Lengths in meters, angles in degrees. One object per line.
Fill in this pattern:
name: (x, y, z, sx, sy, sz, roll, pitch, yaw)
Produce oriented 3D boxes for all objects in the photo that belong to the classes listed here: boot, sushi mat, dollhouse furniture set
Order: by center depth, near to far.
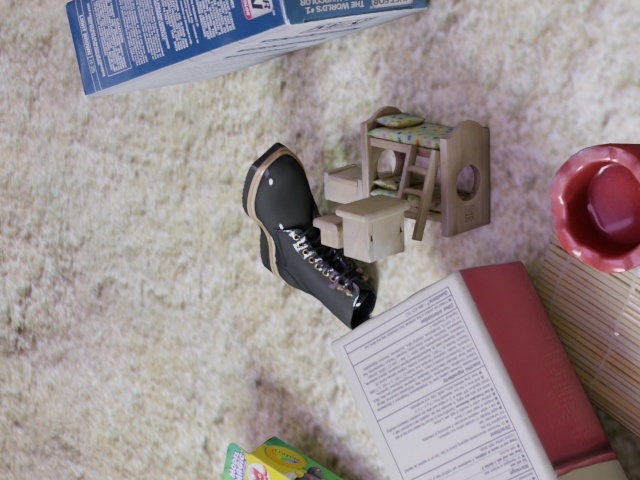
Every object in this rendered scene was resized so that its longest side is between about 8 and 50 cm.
sushi mat: (0.293, 0.114, 1.155, 0.316, 0.019, 0.151, 37, 128, 37)
dollhouse furniture set: (0.034, -0.062, 1.286, 0.182, 0.161, 0.101, 16, 115, 45)
boot: (0.000, 0.000, 1.397, 0.137, 0.077, 0.198, 39, 162, 29)

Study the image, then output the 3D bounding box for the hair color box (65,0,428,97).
hair color box: (-0.081, -0.226, 1.355, 0.347, 0.174, 0.105, -8, 95, 51)

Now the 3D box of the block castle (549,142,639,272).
block castle: (0.376, 0.015, 0.817, 0.453, 0.213, 0.303, -25, 85, 43)

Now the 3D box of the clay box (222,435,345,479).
clay box: (-0.011, 0.307, 1.530, 0.222, 0.053, 0.127, 29, 125, 28)

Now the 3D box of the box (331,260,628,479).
box: (0.139, 0.153, 1.206, 0.148, 0.127, 0.232, -32, 76, 31)
